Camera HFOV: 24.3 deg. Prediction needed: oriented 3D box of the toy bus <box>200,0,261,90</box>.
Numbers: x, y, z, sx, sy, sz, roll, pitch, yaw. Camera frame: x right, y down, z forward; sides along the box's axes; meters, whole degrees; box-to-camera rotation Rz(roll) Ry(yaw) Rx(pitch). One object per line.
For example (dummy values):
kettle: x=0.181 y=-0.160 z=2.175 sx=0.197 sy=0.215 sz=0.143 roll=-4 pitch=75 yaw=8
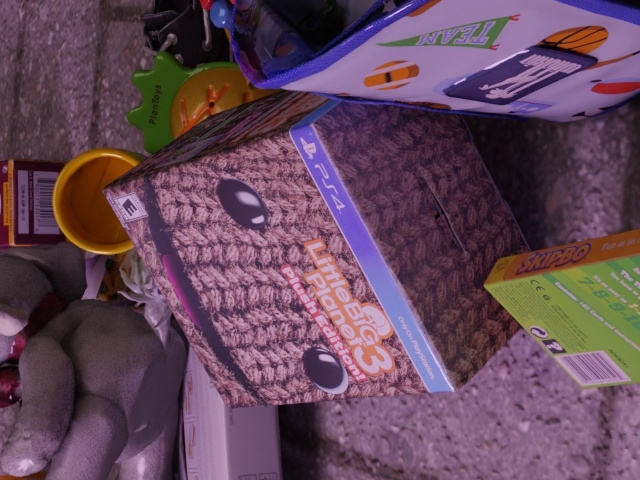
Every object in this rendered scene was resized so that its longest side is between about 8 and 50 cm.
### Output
toy bus: x=0.001 y=-0.224 z=1.248 sx=0.220 sy=0.211 sz=0.149 roll=-44 pitch=54 yaw=38

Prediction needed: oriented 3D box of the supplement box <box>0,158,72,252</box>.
supplement box: x=-0.382 y=-0.037 z=1.811 sx=0.188 sy=0.081 sz=0.104 roll=-6 pitch=83 yaw=51

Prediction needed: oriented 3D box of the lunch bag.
lunch bag: x=0.150 y=-0.242 z=0.976 sx=0.239 sy=0.328 sz=0.385 roll=54 pitch=126 yaw=35

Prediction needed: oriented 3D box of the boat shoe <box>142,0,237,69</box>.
boat shoe: x=-0.131 y=-0.206 z=1.493 sx=0.108 sy=0.102 sz=0.301 roll=5 pitch=93 yaw=51

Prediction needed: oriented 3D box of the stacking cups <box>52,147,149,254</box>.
stacking cups: x=-0.184 y=-0.041 z=1.452 sx=0.316 sy=0.096 sz=0.096 roll=-67 pitch=-19 yaw=-87

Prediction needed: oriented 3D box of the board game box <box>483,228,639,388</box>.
board game box: x=0.241 y=0.043 z=1.007 sx=0.259 sy=0.124 sz=0.039 roll=-12 pitch=39 yaw=54

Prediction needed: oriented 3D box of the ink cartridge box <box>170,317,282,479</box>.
ink cartridge box: x=-0.094 y=0.198 z=1.465 sx=0.239 sy=0.060 sz=0.275 roll=148 pitch=119 yaw=-74

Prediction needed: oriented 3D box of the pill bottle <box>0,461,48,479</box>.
pill bottle: x=-0.346 y=0.395 z=1.682 sx=0.162 sy=0.162 sz=0.278 roll=-31 pitch=66 yaw=46

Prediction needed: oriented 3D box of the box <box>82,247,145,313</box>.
box: x=-0.148 y=0.021 z=1.532 sx=0.324 sy=0.067 sz=0.063 roll=-20 pitch=73 yaw=48

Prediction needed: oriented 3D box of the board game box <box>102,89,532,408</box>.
board game box: x=0.000 y=0.000 z=1.213 sx=0.291 sy=0.141 sz=0.232 roll=-13 pitch=110 yaw=50

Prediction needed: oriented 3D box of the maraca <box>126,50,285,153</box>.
maraca: x=-0.097 y=-0.113 z=1.416 sx=0.186 sy=0.099 sz=0.127 roll=17 pitch=115 yaw=11

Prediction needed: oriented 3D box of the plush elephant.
plush elephant: x=-0.281 y=0.124 z=1.474 sx=0.255 sy=0.272 sz=0.330 roll=18 pitch=103 yaw=17
